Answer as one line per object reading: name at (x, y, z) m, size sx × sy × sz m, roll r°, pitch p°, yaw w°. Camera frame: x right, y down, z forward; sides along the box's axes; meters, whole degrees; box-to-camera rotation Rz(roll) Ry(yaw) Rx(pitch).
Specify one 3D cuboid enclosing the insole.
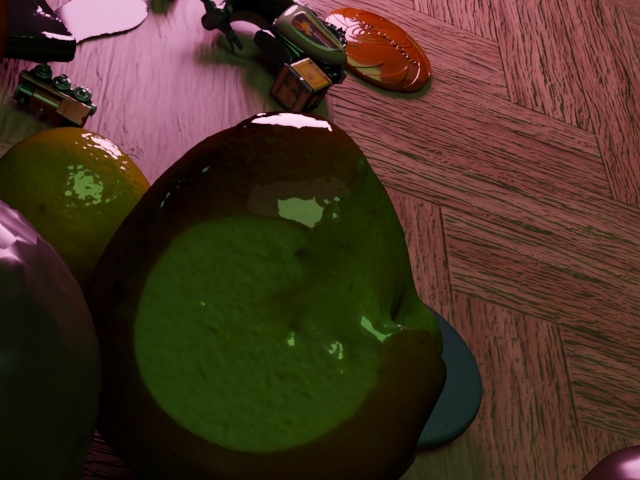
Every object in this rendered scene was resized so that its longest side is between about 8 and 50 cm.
insole at (-0.323, -0.298, 1.716) m, size 0.086 × 0.005 × 0.253 m, roll 39°, pitch 38°, yaw 10°

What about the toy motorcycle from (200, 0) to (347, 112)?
toy motorcycle at (-0.071, -0.306, 1.831) m, size 0.263 × 0.091 × 0.157 m, roll 45°, pitch 44°, yaw 12°

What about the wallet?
wallet at (-0.410, -0.304, 1.601) m, size 0.149 × 0.044 × 0.250 m, roll 1°, pitch 36°, yaw -36°

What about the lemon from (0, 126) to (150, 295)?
lemon at (-0.267, -0.032, 1.331) m, size 0.178 × 0.178 × 0.203 m, roll -18°, pitch 59°, yaw -45°

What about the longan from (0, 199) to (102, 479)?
longan at (-0.361, 0.105, 0.956) m, size 0.391 × 0.391 × 0.391 m, roll 19°, pitch 40°, yaw -17°

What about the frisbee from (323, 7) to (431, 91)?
frisbee at (0.094, -0.310, 1.994) m, size 0.192 × 0.035 × 0.192 m, roll 19°, pitch 41°, yaw -18°

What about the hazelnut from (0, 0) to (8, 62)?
hazelnut at (-0.523, -0.309, 1.293) m, size 0.429 × 0.402 × 0.402 m, roll 36°, pitch 37°, yaw 22°

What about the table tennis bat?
table tennis bat at (0.041, 0.123, 1.472) m, size 0.329 × 0.044 × 0.215 m, roll 28°, pitch 48°, yaw -6°

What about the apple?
apple at (-0.039, 0.085, 1.192) m, size 0.374 × 0.384 × 0.374 m, roll 24°, pitch 34°, yaw -17°

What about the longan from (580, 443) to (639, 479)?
longan at (0.377, 0.351, 1.289) m, size 0.297 × 0.297 × 0.297 m, roll 19°, pitch 40°, yaw -17°

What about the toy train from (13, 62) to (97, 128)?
toy train at (-0.328, -0.172, 1.549) m, size 0.103 × 0.044 × 0.064 m, roll 29°, pitch 49°, yaw -6°
